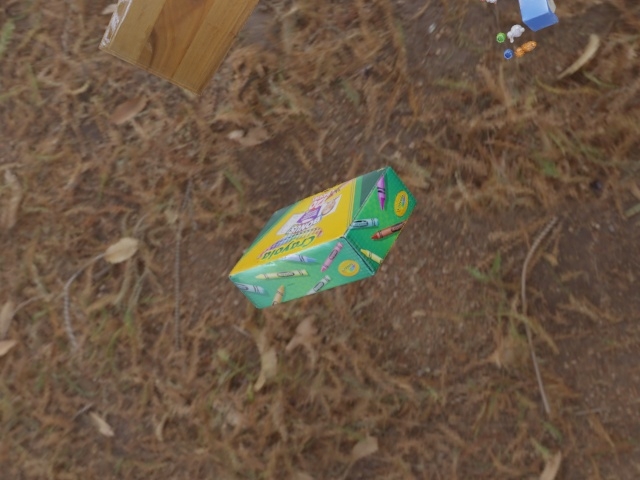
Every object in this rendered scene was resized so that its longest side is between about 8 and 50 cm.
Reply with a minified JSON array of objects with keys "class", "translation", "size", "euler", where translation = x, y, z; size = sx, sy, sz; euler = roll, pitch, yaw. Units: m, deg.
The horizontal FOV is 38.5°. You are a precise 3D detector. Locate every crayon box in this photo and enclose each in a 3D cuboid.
[{"class":"crayon box","translation":[0.000,0.000,1.423],"size":[0.278,0.165,0.081],"euler":[-19,119,46]}]

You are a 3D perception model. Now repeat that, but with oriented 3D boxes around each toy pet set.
[{"class":"toy pet set","translation":[0.315,-0.345,1.447],"size":[0.114,0.065,0.122],"euler":[-16,118,33]}]

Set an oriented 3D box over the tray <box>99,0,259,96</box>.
[{"class":"tray","translation":[-0.212,-0.417,1.519],"size":[0.202,0.076,0.411],"euler":[24,146,-16]}]
